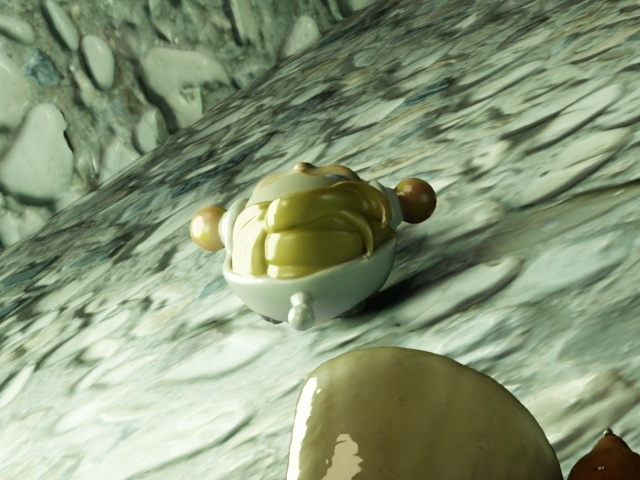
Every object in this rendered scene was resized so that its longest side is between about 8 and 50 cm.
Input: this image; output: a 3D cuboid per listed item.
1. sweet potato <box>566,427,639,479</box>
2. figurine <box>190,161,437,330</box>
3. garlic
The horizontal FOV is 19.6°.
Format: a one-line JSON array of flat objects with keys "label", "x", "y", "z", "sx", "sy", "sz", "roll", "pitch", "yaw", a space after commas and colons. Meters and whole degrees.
[{"label": "sweet potato", "x": 0.125, "y": 0.144, "z": 0.804, "sx": 0.057, "sy": 0.057, "sz": 0.264, "roll": -25, "pitch": 13, "yaw": 18}, {"label": "figurine", "x": -0.010, "y": 0.001, "z": 1.536, "sx": 0.194, "sy": 0.133, "sz": 0.274, "roll": -8, "pitch": 2, "yaw": -12}, {"label": "garlic", "x": 0.035, "y": 0.142, "z": 0.904, "sx": 0.164, "sy": 0.145, "sz": 0.245, "roll": -59, "pitch": 3, "yaw": 21}]
